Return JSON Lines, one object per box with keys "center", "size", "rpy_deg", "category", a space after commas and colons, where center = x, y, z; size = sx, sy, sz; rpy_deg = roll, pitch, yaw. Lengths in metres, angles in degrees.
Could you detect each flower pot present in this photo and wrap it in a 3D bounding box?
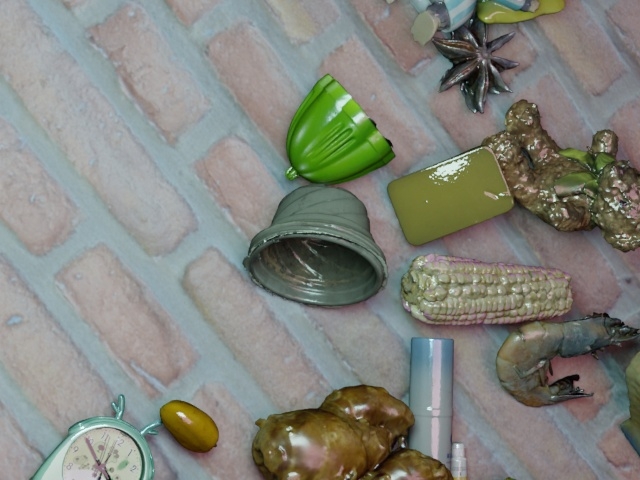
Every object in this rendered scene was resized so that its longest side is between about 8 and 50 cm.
{"center": [0.000, 0.000, 1.767], "size": [0.235, 0.235, 0.140], "rpy_deg": [20, 54, -18], "category": "flower pot"}

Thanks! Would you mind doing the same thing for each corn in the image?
{"center": [0.297, 0.094, 1.906], "size": [0.335, 0.127, 0.126], "rpy_deg": [6, 83, -24], "category": "corn"}

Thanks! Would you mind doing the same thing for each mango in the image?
{"center": [-0.206, 0.291, 1.710], "size": [0.114, 0.080, 0.060], "rpy_deg": [49, 66, -27], "category": "mango"}

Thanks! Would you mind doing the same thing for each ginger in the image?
{"center": [0.066, 0.398, 1.753], "size": [0.274, 0.152, 0.357], "rpy_deg": [-26, 78, -32], "category": "ginger"}

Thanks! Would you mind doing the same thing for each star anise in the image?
{"center": [0.272, -0.327, 1.959], "size": [0.181, 0.061, 0.204], "rpy_deg": [-14, 89, -26], "category": "star anise"}

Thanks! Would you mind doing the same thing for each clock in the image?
{"center": [-0.333, 0.346, 1.671], "size": [0.159, 0.066, 0.211], "rpy_deg": [39, 73, -13], "category": "clock"}

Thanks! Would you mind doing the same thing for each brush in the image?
{"center": [0.225, -0.079, 1.879], "size": [0.197, 0.059, 0.123], "rpy_deg": [-21, 96, 11], "category": "brush"}

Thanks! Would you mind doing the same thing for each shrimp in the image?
{"center": [0.446, 0.222, 1.956], "size": [0.289, 0.075, 0.178], "rpy_deg": [-7, 117, -27], "category": "shrimp"}

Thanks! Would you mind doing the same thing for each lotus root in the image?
{"center": [0.008, -0.157, 1.804], "size": [0.186, 0.186, 0.186], "rpy_deg": [2, 84, -20], "category": "lotus root"}

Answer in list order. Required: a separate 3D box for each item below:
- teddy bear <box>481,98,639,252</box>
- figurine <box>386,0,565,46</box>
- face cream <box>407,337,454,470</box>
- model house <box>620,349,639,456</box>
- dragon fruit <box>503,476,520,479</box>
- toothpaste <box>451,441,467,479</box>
{"center": [0.453, -0.116, 1.914], "size": [0.296, 0.222, 0.246], "rpy_deg": [51, 53, -16], "category": "teddy bear"}
{"center": [0.319, -0.542, 1.812], "size": [0.361, 0.377, 0.266], "rpy_deg": [-32, 76, -24], "category": "figurine"}
{"center": [0.189, 0.292, 1.864], "size": [0.077, 0.077, 0.250], "rpy_deg": [3, 85, -20], "category": "face cream"}
{"center": [0.795, 0.323, 1.945], "size": [0.335, 0.382, 0.342], "rpy_deg": [-35, 133, -20], "category": "model house"}
{"center": [0.315, 0.468, 1.899], "size": [0.106, 0.083, 0.162], "rpy_deg": [-40, 136, -41], "category": "dragon fruit"}
{"center": [0.240, 0.449, 1.896], "size": [0.048, 0.031, 0.190], "rpy_deg": [1, 87, -26], "category": "toothpaste"}
